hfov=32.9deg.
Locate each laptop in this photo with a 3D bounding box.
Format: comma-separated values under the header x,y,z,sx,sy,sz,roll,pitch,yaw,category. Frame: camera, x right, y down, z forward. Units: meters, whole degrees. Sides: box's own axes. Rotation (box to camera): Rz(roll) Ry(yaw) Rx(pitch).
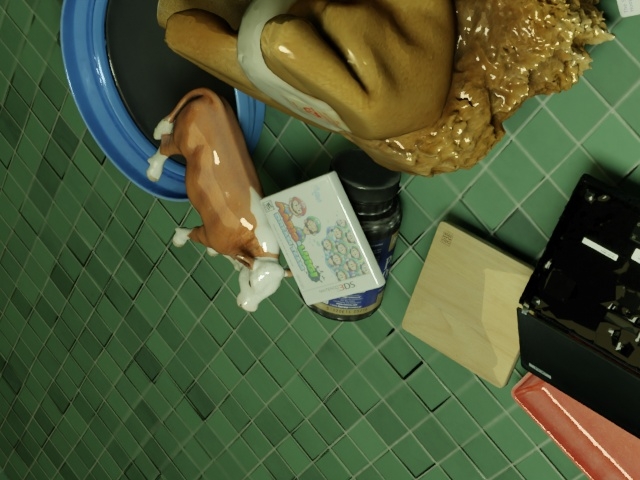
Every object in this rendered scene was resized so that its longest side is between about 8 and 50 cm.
x,y,z,sx,sy,sz,roll,pitch,yaw,category
0.357,0.094,1.224,0.234,0.136,0.264,31,105,28,laptop

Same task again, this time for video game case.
x,y,z,sx,sy,sz,roll,pitch,yaw,category
0.000,0.000,1.396,0.143,0.019,0.157,-18,99,47,video game case

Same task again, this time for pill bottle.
x,y,z,sx,sy,sz,roll,pitch,yaw,category
0.042,-0.008,1.458,0.123,0.123,0.219,33,133,26,pill bottle

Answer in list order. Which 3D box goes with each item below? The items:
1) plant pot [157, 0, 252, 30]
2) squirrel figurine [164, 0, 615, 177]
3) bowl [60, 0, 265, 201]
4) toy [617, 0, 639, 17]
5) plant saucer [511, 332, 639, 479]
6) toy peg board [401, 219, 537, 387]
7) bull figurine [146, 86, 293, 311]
x,y,z,sx,sy,sz,roll,pitch,yaw,category
-0.026,-0.282,1.318,0.254,0.237,0.237,37,136,2,plant pot
0.102,-0.280,1.133,0.397,0.370,0.281,29,175,-24,squirrel figurine
-0.236,-0.251,1.624,0.391,0.077,0.391,23,128,34,bowl
0.365,-0.294,1.031,0.237,0.056,0.137,-4,108,45,toy
0.390,0.204,1.299,0.258,0.048,0.259,47,138,14,plant saucer
0.211,0.074,1.393,0.161,0.079,0.160,31,115,28,toy peg board
-0.139,-0.053,1.503,0.188,0.101,0.310,-12,94,48,bull figurine
